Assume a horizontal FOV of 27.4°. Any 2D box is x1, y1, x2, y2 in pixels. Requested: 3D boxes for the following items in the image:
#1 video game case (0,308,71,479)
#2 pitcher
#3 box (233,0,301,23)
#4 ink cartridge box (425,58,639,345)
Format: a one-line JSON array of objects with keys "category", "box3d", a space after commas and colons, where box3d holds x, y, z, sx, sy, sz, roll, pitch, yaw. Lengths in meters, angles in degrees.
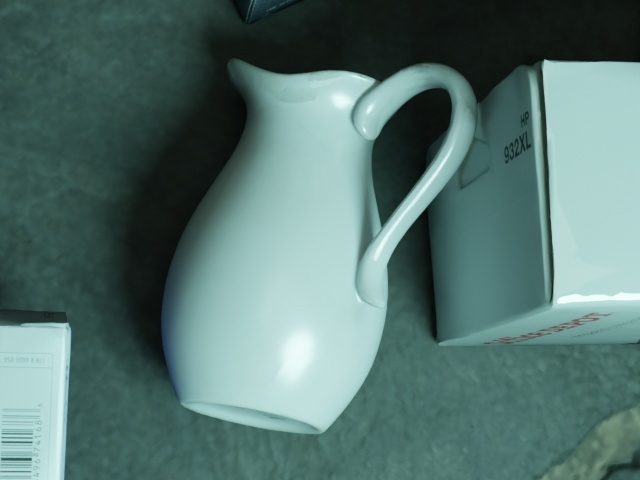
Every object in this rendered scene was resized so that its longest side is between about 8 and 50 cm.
[{"category": "video game case", "box3d": [-0.259, 0.168, 0.678, 0.244, 0.061, 0.269, 3, 93, -14]}, {"category": "pitcher", "box3d": [0.000, 0.000, 0.736, 0.125, 0.178, 0.207, 25, 70, -43]}, {"category": "box", "box3d": [0.014, -0.270, 0.841, 0.233, 0.059, 0.183, -26, 84, -14]}, {"category": "ink cartridge box", "box3d": [0.235, -0.011, 0.749, 0.307, 0.223, 0.129, 0, 81, -10]}]
